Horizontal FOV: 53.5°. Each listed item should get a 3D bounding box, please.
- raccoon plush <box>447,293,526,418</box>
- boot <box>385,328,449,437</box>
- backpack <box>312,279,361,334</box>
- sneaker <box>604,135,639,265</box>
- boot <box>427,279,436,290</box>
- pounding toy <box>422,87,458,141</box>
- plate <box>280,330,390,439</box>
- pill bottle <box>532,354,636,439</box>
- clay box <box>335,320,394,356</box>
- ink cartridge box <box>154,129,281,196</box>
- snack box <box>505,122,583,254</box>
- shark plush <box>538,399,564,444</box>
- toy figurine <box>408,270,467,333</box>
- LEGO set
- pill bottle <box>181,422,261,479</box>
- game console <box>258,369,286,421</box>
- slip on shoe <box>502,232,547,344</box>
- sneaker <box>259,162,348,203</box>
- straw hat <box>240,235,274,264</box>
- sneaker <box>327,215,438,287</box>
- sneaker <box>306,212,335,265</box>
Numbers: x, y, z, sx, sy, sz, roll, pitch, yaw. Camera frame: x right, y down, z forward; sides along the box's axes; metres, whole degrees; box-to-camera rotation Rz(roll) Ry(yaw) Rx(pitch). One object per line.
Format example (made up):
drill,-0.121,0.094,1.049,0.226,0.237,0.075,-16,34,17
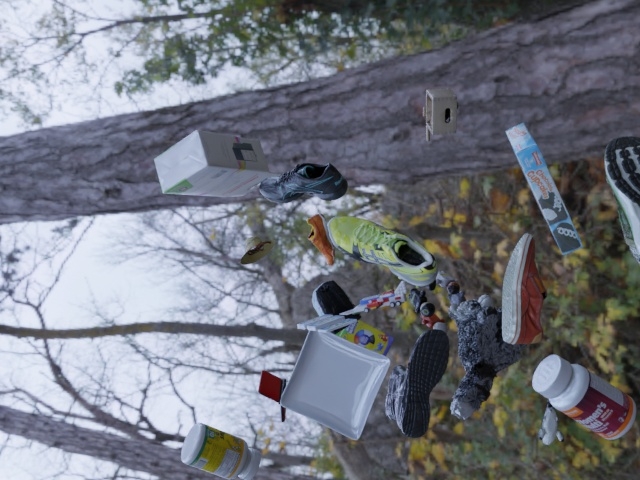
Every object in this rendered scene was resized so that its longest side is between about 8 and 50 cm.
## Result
raccoon plush,0.504,0.379,2.236,0.446,0.299,0.216,-45,-76,-16
boot,0.277,0.415,1.958,0.223,0.118,0.338,-160,88,-78
backpack,0.044,0.239,2.304,0.152,0.182,0.115,-28,-11,-26
sneaker,0.804,-0.073,1.616,0.182,0.158,0.410,81,-175,-65
boot,0.369,0.127,2.337,0.045,0.099,0.121,-18,-85,-39
pounding toy,0.415,-0.431,2.197,0.206,0.094,0.181,-92,-2,-64
plate,0.048,0.448,2.017,0.045,0.278,0.277,37,-105,-80
pill bottle,0.629,0.372,1.522,0.121,0.221,0.121,-57,7,11
clay box,0.160,0.388,2.467,0.127,0.222,0.053,-60,-13,-19
ink cartridge box,-0.309,-0.230,1.980,0.353,0.207,0.119,-1,-110,-56
snack box,0.590,-0.139,1.682,0.322,0.060,0.187,58,-161,-20
shark plush,0.707,0.558,1.985,0.067,0.073,0.161,33,-130,-79
toy figurine,0.475,0.247,2.491,0.213,0.209,0.148,56,177,-34
LEGO set,0.082,0.144,1.425,0.182,0.244,0.060,-12,94,68
pill bottle,-0.280,0.610,1.815,0.208,0.117,0.117,29,-125,-21
game console,-0.159,0.523,2.137,0.144,0.085,0.124,-88,-3,-70
slip on shoe,0.555,0.131,1.713,0.123,0.101,0.331,98,-176,-58
sneaker,-0.057,-0.172,1.766,0.106,0.267,0.101,58,-142,-47
straw hat,-0.230,0.018,2.193,0.061,0.144,0.144,57,-170,17
sneaker,0.202,0.007,2.013,0.147,0.385,0.145,90,-155,-66
sneaker,0.000,0.000,1.903,0.064,0.067,0.175,-120,10,-66
